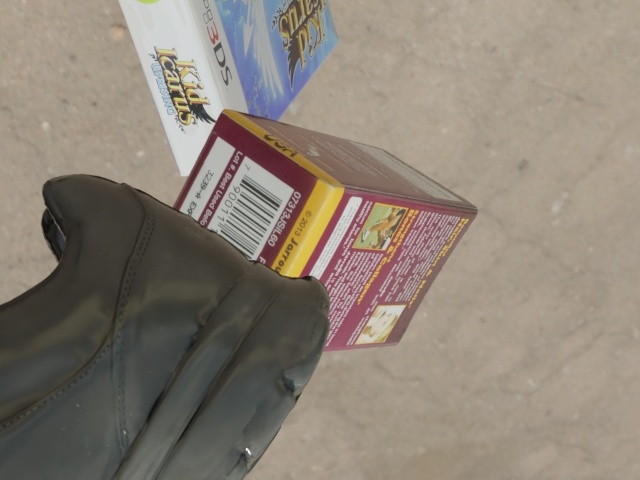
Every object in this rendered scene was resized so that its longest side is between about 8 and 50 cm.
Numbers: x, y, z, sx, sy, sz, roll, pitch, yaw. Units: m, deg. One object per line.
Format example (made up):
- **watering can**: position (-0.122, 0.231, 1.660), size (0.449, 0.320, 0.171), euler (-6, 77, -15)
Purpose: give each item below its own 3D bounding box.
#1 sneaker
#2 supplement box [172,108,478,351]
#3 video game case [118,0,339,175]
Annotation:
- **sneaker**: position (-0.117, 0.100, 0.371), size (0.286, 0.130, 0.109), euler (-56, -177, -27)
- **supplement box**: position (0.000, 0.000, 0.639), size (0.188, 0.081, 0.104), euler (5, 118, -61)
- **video game case**: position (-0.076, -0.222, 0.935), size (0.061, 0.269, 0.244), euler (-3, 120, 23)
